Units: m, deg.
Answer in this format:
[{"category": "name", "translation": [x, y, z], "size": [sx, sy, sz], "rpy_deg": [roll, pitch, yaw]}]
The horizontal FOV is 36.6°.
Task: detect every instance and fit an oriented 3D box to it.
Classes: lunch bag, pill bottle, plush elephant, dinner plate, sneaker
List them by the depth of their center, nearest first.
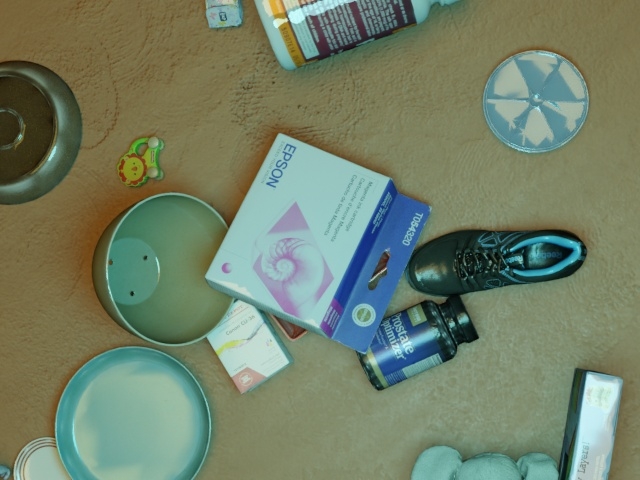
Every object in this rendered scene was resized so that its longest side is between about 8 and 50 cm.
[{"category": "plush elephant", "translation": [0.292, 0.493, 1.723], "size": [0.272, 0.330, 0.255], "rpy_deg": [11, 68, 16]}, {"category": "sneaker", "translation": [0.325, 0.030, 1.811], "size": [0.341, 0.139, 0.125], "rpy_deg": [-10, 86, 9]}, {"category": "pill bottle", "translation": [0.180, 0.187, 1.826], "size": [0.219, 0.123, 0.123], "rpy_deg": [-25, 82, 5]}, {"category": "pill bottle", "translation": [0.077, -0.492, 1.856], "size": [0.392, 0.224, 0.224], "rpy_deg": [-18, 82, 7]}, {"category": "dinner plate", "translation": [-0.551, 0.469, 1.958], "size": [0.141, 0.017, 0.141], "rpy_deg": [-1, 85, 8]}, {"category": "lunch bag", "translation": [-0.197, -0.479, 1.981], "size": [0.071, 0.053, 0.083], "rpy_deg": [-2, 93, 9]}]

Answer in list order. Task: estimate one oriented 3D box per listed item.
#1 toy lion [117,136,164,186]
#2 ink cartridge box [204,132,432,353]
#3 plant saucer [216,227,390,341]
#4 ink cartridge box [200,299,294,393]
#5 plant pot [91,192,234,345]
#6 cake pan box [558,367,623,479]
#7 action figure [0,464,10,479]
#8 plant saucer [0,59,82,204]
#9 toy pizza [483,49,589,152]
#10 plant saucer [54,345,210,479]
[{"category": "toy lion", "translation": [-0.371, -0.160, 1.988], "size": [0.096, 0.034, 0.100], "rpy_deg": [-1, 84, 16]}, {"category": "ink cartridge box", "translation": [0.000, 0.000, 1.817], "size": [0.330, 0.071, 0.324], "rpy_deg": [22, 74, 11]}, {"category": "plant saucer", "translation": [-0.030, 0.023, 1.910], "size": [0.258, 0.048, 0.259], "rpy_deg": [-39, 81, 3]}, {"category": "ink cartridge box", "translation": [-0.154, 0.186, 1.902], "size": [0.115, 0.067, 0.198], "rpy_deg": [-34, 81, 4]}, {"category": "plant pot", "translation": [-0.324, 0.058, 1.861], "size": [0.191, 0.284, 0.284], "rpy_deg": [-5, 82, 51]}, {"category": "cake pan box", "translation": [0.468, 0.361, 1.706], "size": [0.070, 0.246, 0.267], "rpy_deg": [9, 87, 13]}, {"category": "action figure", "translation": [-0.718, 0.566, 1.858], "size": [0.370, 0.276, 0.248], "rpy_deg": [42, 98, -4]}, {"category": "plant saucer", "translation": [-0.654, -0.230, 2.026], "size": [0.310, 0.050, 0.310], "rpy_deg": [-1, 86, 8]}, {"category": "toy pizza", "translation": [0.417, -0.269, 1.881], "size": [0.201, 0.032, 0.201], "rpy_deg": [-1, 86, 8]}, {"category": "plant saucer", "translation": [-0.369, 0.370, 1.926], "size": [0.317, 0.044, 0.317], "rpy_deg": [-1, 84, 6]}]
